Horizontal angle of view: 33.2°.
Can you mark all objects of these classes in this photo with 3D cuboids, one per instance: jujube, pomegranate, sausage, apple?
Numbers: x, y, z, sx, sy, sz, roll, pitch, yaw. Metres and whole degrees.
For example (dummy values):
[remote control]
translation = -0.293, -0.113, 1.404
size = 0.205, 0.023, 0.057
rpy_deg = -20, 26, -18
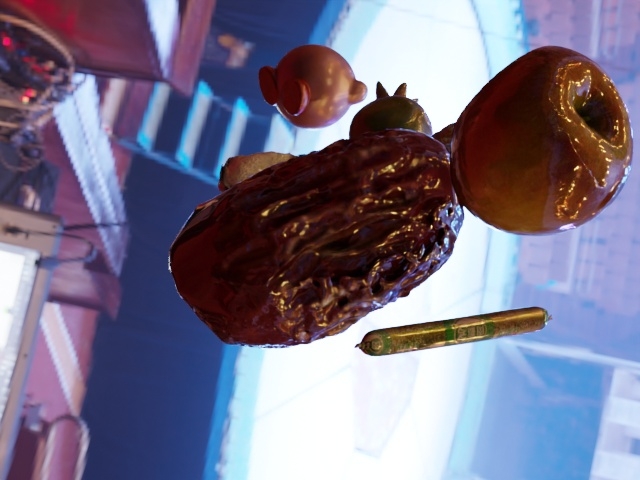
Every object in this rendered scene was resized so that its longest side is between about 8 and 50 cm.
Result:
[jujube]
translation = 0.000, 0.000, 1.355
size = 0.258, 0.376, 0.259
rpy_deg = -16, 90, -87
[pomegranate]
translation = 0.113, -0.173, 1.700
size = 0.152, 0.131, 0.191
rpy_deg = 71, 12, -45
[sausage]
translation = 0.156, 0.103, 1.221
size = 0.269, 0.033, 0.033
rpy_deg = -6, 111, -26
[apple]
translation = 0.190, -0.084, 0.956
size = 0.146, 0.147, 0.163
rpy_deg = 1, 72, -37

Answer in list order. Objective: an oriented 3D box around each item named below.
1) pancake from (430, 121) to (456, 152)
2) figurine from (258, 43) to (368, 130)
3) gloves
[pancake]
translation = 0.273, -0.100, 1.594
size = 0.037, 0.253, 0.254
rpy_deg = -65, 156, -24
[figurine]
translation = -0.010, -0.298, 2.081
size = 0.173, 0.173, 0.173
rpy_deg = 11, 90, -70
[gloves]
translation = -0.083, -0.085, 1.673
size = 0.070, 0.153, 0.114
rpy_deg = 103, -16, -57
